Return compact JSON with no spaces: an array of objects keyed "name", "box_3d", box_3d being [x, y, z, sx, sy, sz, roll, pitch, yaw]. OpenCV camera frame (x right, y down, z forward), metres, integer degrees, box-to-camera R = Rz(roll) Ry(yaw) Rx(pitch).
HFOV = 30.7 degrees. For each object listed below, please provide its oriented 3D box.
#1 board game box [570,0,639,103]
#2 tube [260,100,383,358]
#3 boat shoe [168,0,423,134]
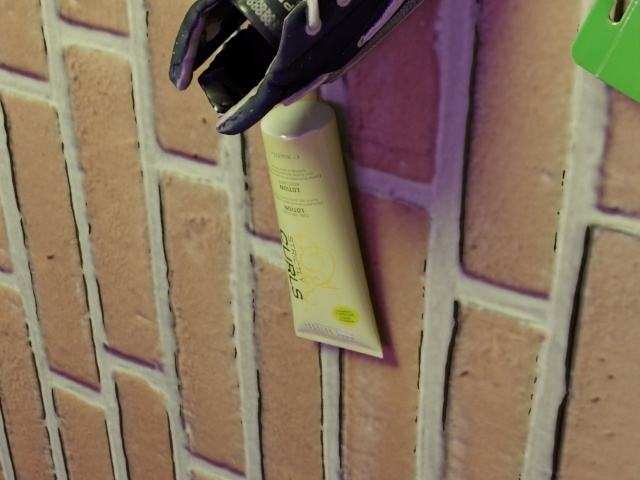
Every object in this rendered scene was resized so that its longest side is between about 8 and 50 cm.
[{"name":"board game box","box_3d":[0.290,-0.098,0.717,0.259,0.039,0.124,33,133,11]},{"name":"tube","box_3d":[0.000,0.000,0.989,0.070,0.062,0.240,-121,17,-53]},{"name":"boat shoe","box_3d":[0.024,-0.195,0.761,0.127,0.158,0.340,44,136,4]}]
